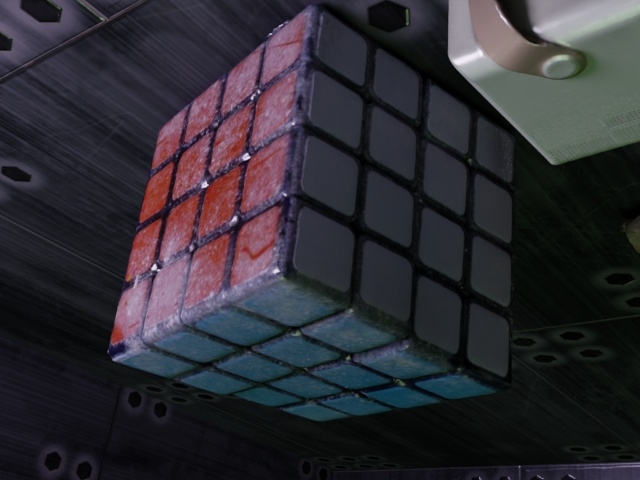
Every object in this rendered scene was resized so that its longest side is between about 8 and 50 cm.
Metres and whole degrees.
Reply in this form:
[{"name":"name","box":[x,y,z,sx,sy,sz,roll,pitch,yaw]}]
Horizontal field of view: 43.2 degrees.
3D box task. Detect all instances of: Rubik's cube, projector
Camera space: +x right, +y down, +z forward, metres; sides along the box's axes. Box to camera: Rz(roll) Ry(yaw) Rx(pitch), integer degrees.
[{"name":"Rubik's cube","box":[0.000,0.000,0.959,0.337,0.344,0.344,25,148,-31]},{"name":"projector","box":[0.234,-0.192,0.724,0.177,0.163,0.242,-17,146,37]}]

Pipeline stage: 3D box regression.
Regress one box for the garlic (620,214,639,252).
[{"name":"garlic","box":[0.510,-0.014,1.082,0.195,0.087,0.101,-2,164,13]}]
